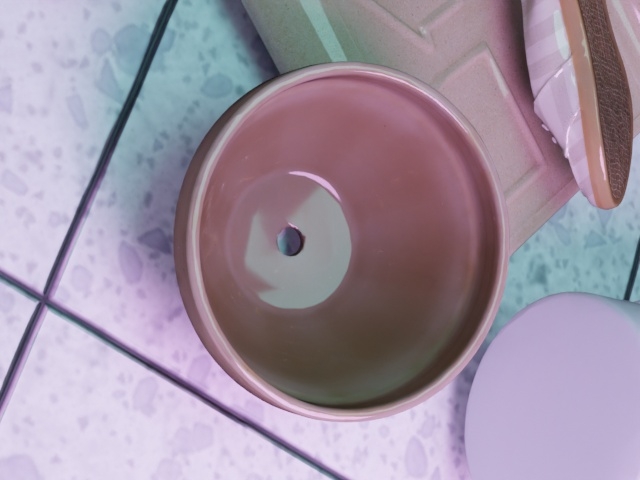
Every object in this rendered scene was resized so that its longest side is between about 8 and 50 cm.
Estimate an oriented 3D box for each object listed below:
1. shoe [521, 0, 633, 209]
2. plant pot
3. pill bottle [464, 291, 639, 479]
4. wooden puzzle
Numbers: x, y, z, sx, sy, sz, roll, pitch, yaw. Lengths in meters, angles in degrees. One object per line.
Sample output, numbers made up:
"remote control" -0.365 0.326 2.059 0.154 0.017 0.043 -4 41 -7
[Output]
"shoe" 0.190 -0.130 1.300 0.076 0.058 0.219 -21 102 -56
"plant pot" 0.000 0.000 1.160 0.237 0.110 0.237 -1 92 -27
"pill bottle" 0.314 0.166 1.340 0.392 0.224 0.224 15 73 -38
"wooden puzzle" 0.106 -0.166 1.321 0.348 0.080 0.322 -38 107 -32
